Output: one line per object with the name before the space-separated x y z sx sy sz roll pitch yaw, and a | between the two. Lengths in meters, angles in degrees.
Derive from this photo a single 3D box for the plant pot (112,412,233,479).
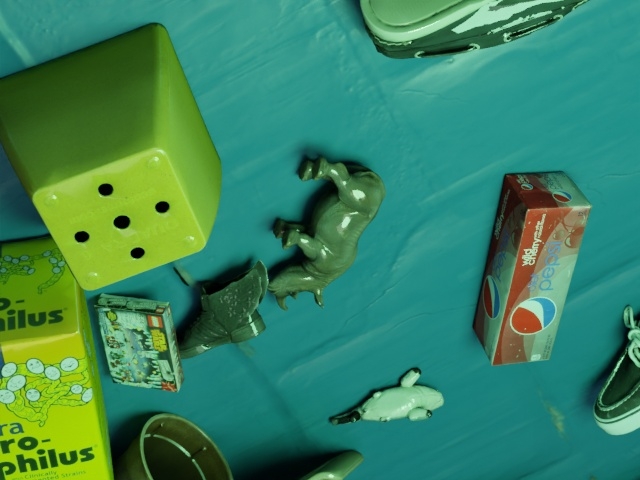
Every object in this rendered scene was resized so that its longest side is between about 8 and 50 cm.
plant pot | -0.234 0.350 1.664 0.165 0.167 0.167 -39 127 25

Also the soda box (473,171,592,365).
soda box | 0.275 0.040 1.607 0.092 0.083 0.263 -3 127 -14

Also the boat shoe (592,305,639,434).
boat shoe | 0.483 0.144 1.727 0.105 0.113 0.306 33 110 -26

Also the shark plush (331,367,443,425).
shark plush | 0.099 0.249 1.740 0.161 0.073 0.067 -26 159 -1

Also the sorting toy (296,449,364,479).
sorting toy | -0.062 0.369 1.667 0.229 0.041 0.307 -29 173 9

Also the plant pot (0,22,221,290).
plant pot | -0.224 -0.074 1.316 0.212 0.187 0.212 -20 128 0

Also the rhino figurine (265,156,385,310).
rhino figurine | 0.000 0.000 1.509 0.106 0.073 0.243 13 124 -20

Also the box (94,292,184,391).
box | -0.230 0.132 1.549 0.094 0.027 0.137 5 129 14

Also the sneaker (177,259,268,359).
sneaker | -0.134 0.091 1.553 0.170 0.051 0.089 -17 105 24

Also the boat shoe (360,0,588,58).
boat shoe | 0.208 -0.276 1.334 0.340 0.127 0.113 -24 159 -6

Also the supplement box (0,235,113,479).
supplement box | -0.367 0.196 1.477 0.194 0.195 0.357 -9 128 -9
